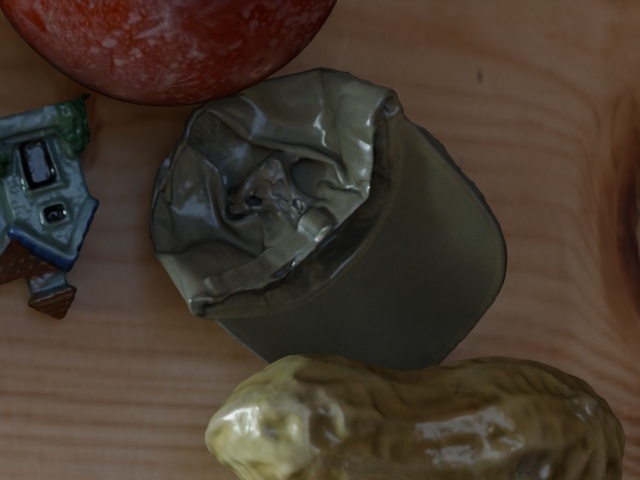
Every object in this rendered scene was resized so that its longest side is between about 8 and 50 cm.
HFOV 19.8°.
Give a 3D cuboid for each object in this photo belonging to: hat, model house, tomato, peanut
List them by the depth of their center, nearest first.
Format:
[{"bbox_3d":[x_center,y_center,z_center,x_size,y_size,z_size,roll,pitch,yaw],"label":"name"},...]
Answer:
[{"bbox_3d":[0.073,0.146,1.297,0.325,0.153,0.140,8,65,-29],"label":"peanut"},{"bbox_3d":[-0.218,-0.011,1.300,0.148,0.119,0.148,-18,91,-17],"label":"model house"},{"bbox_3d":[-0.107,-0.219,1.307,0.270,0.227,0.270,-1,59,1],"label":"tomato"},{"bbox_3d":[0.000,0.000,1.371,0.214,0.149,0.244,-45,130,-5],"label":"hat"}]
